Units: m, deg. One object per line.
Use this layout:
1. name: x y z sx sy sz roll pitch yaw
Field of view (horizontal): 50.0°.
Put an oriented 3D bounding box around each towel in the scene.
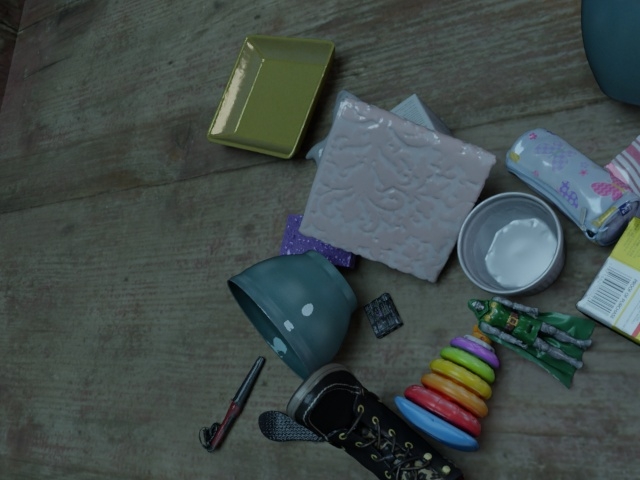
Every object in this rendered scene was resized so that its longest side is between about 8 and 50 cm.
1. towel: 0.629 -0.145 1.262 0.197 0.029 0.144 -54 47 43
2. towel: 0.151 -0.099 1.435 0.331 0.053 0.317 21 116 2

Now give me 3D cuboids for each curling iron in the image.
1. curling iron: -0.219 0.403 1.695 0.068 0.035 0.274 36 96 37

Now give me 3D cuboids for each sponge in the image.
1. sponge: 0.000 0.000 1.642 0.210 0.031 0.117 5 77 35

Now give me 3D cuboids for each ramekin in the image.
1. ramekin: 0.388 0.017 1.370 0.207 0.109 0.207 -12 67 30

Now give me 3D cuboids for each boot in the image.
1. boot: 0.111 0.382 1.281 0.284 0.377 0.138 37 82 32

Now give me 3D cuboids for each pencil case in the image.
1. pencil case: 0.486 -0.106 1.336 0.124 0.113 0.273 -34 52 -4

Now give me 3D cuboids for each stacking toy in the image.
1. stacking toy: 0.287 0.249 1.349 0.175 0.166 0.302 26 78 21

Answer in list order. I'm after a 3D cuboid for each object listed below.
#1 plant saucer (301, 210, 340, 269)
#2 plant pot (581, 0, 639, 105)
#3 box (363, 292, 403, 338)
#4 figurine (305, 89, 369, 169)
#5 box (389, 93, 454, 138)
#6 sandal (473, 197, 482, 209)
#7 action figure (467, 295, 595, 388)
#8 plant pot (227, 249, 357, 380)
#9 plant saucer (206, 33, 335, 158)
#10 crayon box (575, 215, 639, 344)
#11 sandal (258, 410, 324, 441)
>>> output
1. plant saucer: 0.026 -0.013 1.671 0.198 0.036 0.199 -12 68 31
2. plant pot: 0.617 -0.361 1.272 0.290 0.290 0.195 29 128 37
3. box: 0.140 0.169 1.542 0.067 0.018 0.083 -36 58 20
4. figurine: 0.075 -0.237 1.689 0.215 0.092 0.209 42 103 37
5. box: 0.198 -0.197 1.526 0.182 0.181 0.119 -34 57 21
6. sandal: 0.234 -0.060 1.518 0.254 0.097 0.054 -17 38 28
7. action figure: 0.387 0.167 1.298 0.232 0.063 0.137 23 74 12
8. plant pot: -0.042 0.145 1.537 0.196 0.293 0.293 -38 52 -15
9. plant saucer: -0.124 -0.387 1.874 0.332 0.081 0.333 17 84 36
10. crayon box: 0.639 0.119 1.182 0.318 0.081 0.202 35 95 38
11. sandal: -0.060 0.433 1.581 0.179 0.040 0.067 3 81 20
